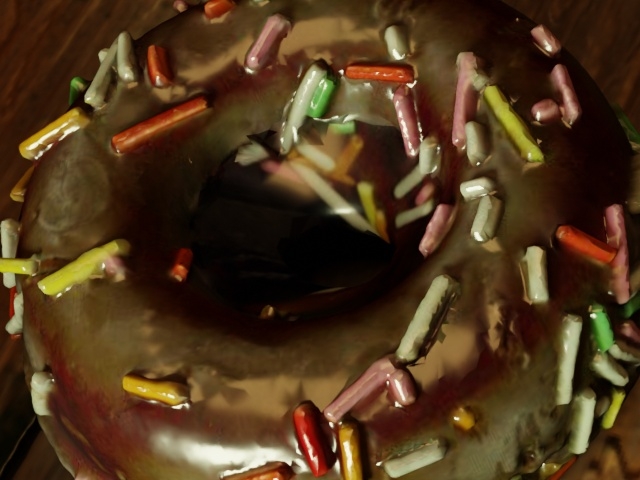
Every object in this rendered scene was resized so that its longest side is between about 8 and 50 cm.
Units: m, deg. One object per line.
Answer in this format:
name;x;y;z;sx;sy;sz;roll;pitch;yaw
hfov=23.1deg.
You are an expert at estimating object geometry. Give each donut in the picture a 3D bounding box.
donut;0.000;0.000;0.606;0.270;0.103;0.269;-7;54;9
